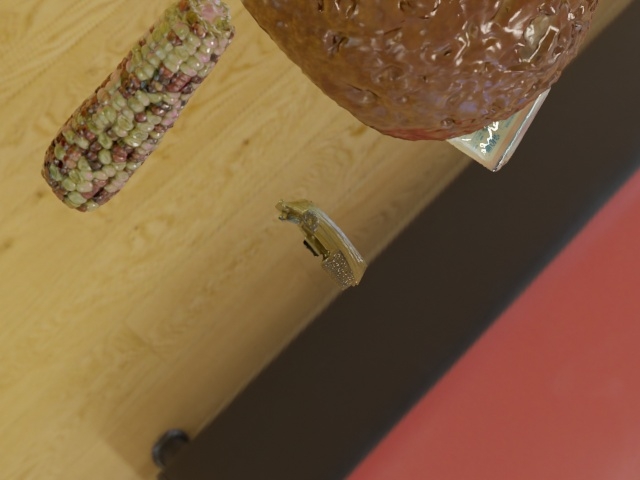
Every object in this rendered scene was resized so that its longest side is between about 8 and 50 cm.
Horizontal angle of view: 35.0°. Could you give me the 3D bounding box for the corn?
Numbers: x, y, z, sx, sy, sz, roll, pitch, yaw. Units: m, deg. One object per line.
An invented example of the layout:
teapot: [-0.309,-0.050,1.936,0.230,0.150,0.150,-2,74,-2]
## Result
corn: [-0.193,-0.140,1.053,0.092,0.092,0.280,23,123,-38]

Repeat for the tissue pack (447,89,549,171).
tissue pack: [0.168,-0.126,0.974,0.094,0.074,0.058,-59,166,22]

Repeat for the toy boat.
toy boat: [0.000,0.000,1.313,0.149,0.047,0.049,48,67,-4]

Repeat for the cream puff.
cream puff: [0.044,-0.204,0.588,0.212,0.303,0.303,-38,129,16]
